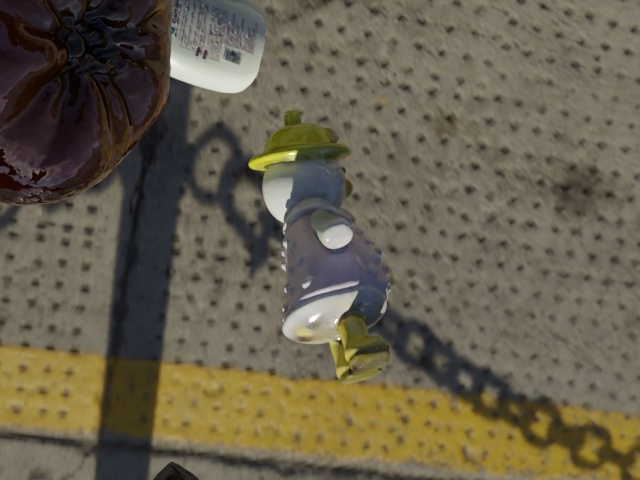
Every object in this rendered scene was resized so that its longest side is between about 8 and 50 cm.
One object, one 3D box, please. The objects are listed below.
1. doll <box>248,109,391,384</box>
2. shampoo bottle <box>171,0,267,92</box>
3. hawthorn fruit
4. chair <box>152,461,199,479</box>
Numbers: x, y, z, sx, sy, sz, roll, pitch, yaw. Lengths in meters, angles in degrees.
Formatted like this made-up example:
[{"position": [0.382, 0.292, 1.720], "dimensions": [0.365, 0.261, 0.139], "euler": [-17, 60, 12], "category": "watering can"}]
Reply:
[{"position": [0.000, 0.000, 0.985], "dimensions": [0.081, 0.207, 0.129], "euler": [-10, 158, -12], "category": "doll"}, {"position": [-0.114, -0.160, 1.032], "dimensions": [0.152, 0.045, 0.077], "euler": [14, 81, -35], "category": "shampoo bottle"}, {"position": [-0.116, -0.082, 0.505], "dimensions": [0.125, 0.140, 0.125], "euler": [-30, 150, -19], "category": "hawthorn fruit"}, {"position": [-0.248, 0.263, 0.629], "dimensions": [0.241, 0.416, 0.203], "euler": [19, 144, 24], "category": "chair"}]
